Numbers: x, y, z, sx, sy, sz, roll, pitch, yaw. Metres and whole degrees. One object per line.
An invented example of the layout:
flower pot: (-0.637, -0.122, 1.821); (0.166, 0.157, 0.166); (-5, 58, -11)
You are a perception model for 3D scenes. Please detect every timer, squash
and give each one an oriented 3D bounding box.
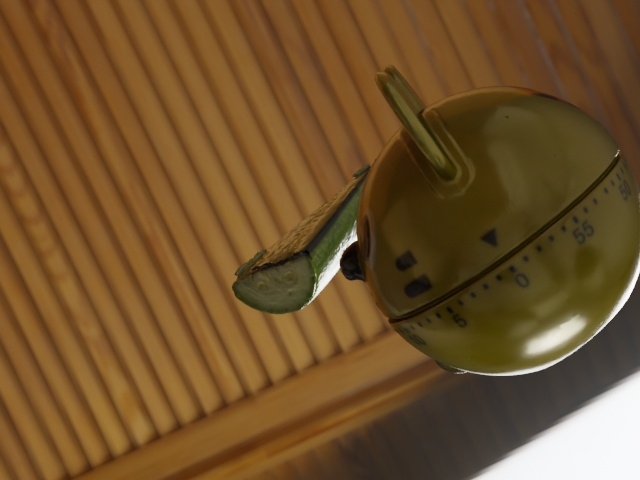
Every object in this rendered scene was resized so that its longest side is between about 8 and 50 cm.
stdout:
timer: (0.179, -0.043, 1.721); (0.387, 0.376, 0.376); (51, 5, -5)
squash: (0.000, 0.000, 2.167); (0.093, 0.169, 0.252); (54, 42, -15)

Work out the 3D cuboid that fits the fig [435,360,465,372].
fig: (0.175, 0.134, 1.975); (0.088, 0.074, 0.074); (43, 11, -19)
